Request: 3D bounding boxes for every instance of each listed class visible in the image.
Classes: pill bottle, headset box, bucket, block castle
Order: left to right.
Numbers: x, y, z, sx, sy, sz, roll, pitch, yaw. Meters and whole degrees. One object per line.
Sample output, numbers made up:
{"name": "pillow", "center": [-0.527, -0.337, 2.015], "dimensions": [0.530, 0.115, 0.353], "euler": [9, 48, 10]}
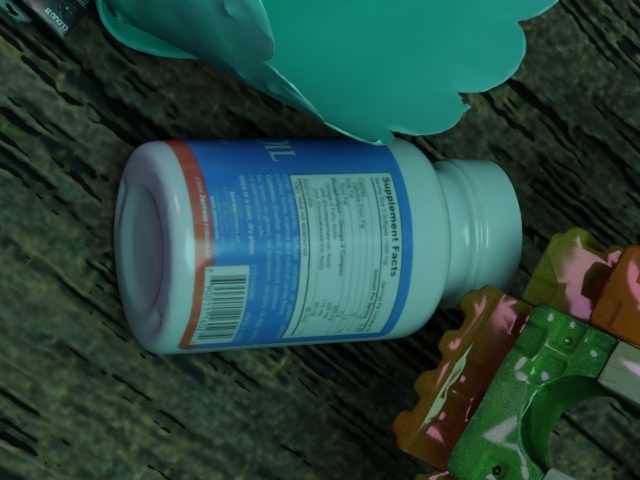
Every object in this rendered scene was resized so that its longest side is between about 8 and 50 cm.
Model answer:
{"name": "headset box", "center": [-0.151, -0.159, 1.042], "dimensions": [0.062, 0.032, 0.083], "euler": [44, 78, -19]}
{"name": "bucket", "center": [-0.002, -0.201, 0.972], "dimensions": [0.281, 0.183, 0.281], "euler": [-25, 127, -39]}
{"name": "pill bottle", "center": [0.000, 0.000, 1.068], "dimensions": [0.222, 0.124, 0.124], "euler": [-2, 95, -24]}
{"name": "block castle", "center": [0.189, 0.148, 1.076], "dimensions": [0.453, 0.213, 0.303], "euler": [-59, 150, -6]}
